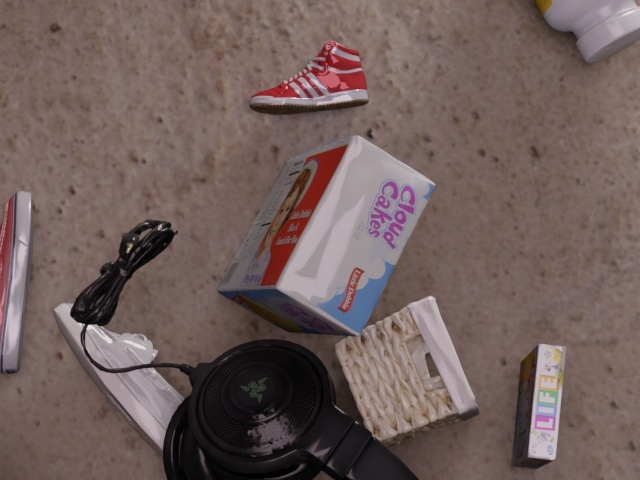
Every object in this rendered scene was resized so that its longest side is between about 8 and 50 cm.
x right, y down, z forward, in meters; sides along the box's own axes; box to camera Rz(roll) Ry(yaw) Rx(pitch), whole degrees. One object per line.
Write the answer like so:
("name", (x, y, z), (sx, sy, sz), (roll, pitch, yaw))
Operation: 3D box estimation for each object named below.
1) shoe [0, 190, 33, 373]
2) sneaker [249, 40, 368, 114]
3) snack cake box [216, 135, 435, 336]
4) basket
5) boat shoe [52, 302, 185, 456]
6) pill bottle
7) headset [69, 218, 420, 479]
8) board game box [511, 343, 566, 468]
("shoe", (-0.323, 0.037, 1.861), (0.081, 0.063, 0.178), (5, 85, -4))
("sneaker", (-0.014, -0.162, 1.905), (0.118, 0.042, 0.067), (-5, 84, -8))
("snack cake box", (0.000, 0.000, 1.761), (0.089, 0.264, 0.152), (31, 82, -11))
("basket", (0.080, 0.127, 1.795), (0.103, 0.167, 0.113), (-23, 81, 1))
("boat shoe", (-0.181, 0.124, 1.849), (0.063, 0.066, 0.184), (-39, 81, -16))
("pill bottle", (0.249, -0.271, 1.892), (0.103, 0.103, 0.184), (-27, 82, -4))
("headset", (-0.051, 0.152, 1.750), (0.394, 0.243, 0.185), (36, 65, 1))
("board game box", (0.202, 0.157, 1.793), (0.026, 0.154, 0.103), (6, 80, 1))
